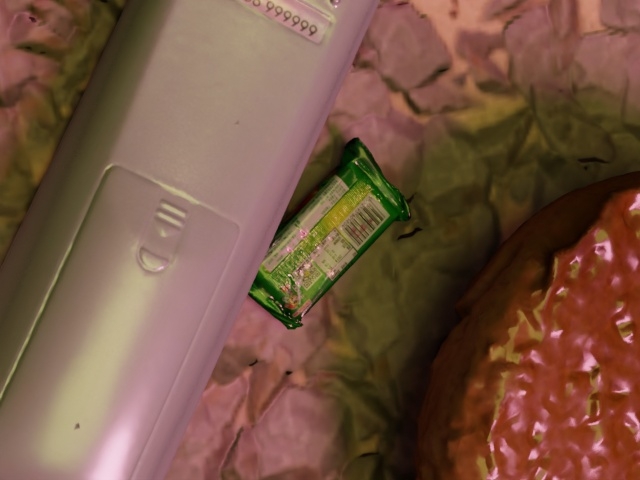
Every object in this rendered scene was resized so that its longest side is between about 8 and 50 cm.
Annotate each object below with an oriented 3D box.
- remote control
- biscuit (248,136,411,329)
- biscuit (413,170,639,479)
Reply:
[{"bbox_3d":[-0.067,-0.012,0.849,0.103,0.051,0.293,26,78,-14],"label":"remote control"},{"bbox_3d":[0.000,0.000,0.900,0.089,0.016,0.046,-46,107,-17],"label":"biscuit"},{"bbox_3d":[0.163,0.108,0.945,0.296,0.075,0.296,-2,94,-30],"label":"biscuit"}]
